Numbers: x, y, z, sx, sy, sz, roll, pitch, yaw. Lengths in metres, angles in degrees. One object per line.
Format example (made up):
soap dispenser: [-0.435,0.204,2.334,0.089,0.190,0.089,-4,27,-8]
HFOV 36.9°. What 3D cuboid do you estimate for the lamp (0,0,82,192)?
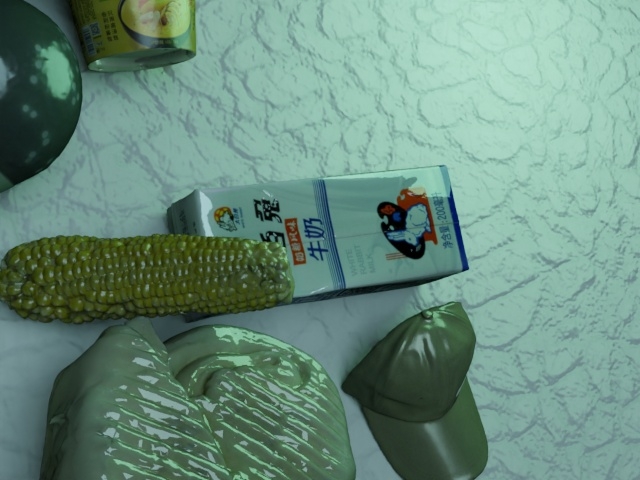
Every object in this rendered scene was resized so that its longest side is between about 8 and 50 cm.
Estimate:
lamp: [-0.335,-0.076,0.867,0.182,0.182,0.314,24,85,-21]

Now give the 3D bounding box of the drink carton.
drink carton: [0.000,0.000,1.045,0.314,0.106,0.131,-7,80,-29]

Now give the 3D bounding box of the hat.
hat: [0.139,0.177,1.071,0.166,0.144,0.173,-28,69,-28]

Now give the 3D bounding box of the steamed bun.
steamed bun: [-0.125,0.248,0.866,0.309,0.219,0.324,10,48,-40]

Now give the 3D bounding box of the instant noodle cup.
instant noodle cup: [-0.195,-0.243,0.989,0.151,0.151,0.122,-7,93,-29]

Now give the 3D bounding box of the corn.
corn: [-0.166,0.036,0.900,0.288,0.086,0.087,-1,76,9]
